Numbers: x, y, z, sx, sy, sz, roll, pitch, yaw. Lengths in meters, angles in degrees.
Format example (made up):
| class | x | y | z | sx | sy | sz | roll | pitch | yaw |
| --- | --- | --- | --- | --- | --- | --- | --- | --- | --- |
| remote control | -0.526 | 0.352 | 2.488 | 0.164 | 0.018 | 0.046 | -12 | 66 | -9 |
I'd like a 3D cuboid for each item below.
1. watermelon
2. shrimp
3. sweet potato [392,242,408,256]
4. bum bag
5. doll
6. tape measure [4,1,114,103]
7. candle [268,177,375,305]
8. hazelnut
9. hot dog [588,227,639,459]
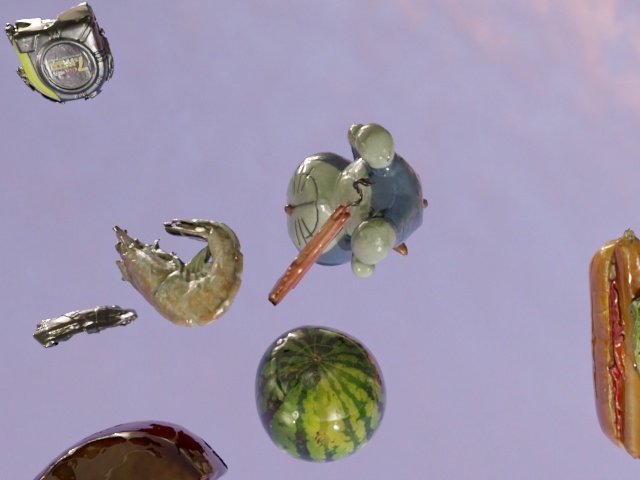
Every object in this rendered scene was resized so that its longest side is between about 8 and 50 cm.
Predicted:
| class | x | y | z | sx | sy | sz | roll | pitch | yaw |
| --- | --- | --- | --- | --- | --- | --- | --- | --- | --- |
| watermelon | -0.002 | 0.328 | 1.617 | 0.285 | 0.285 | 0.285 | 5 | -140 | -4 |
| shrimp | -0.168 | 0.018 | 0.882 | 0.223 | 0.047 | 0.126 | 32 | -97 | 38 |
| sweet potato | 0.152 | -0.043 | 1.736 | 0.078 | 0.058 | 0.255 | 26 | -156 | -14 |
| bum bag | -0.447 | 0.162 | 1.444 | 0.198 | 0.049 | 0.087 | -14 | -152 | -34 |
| doll | 0.039 | -0.056 | 1.155 | 0.154 | 0.228 | 0.258 | 1 | 175 | -44 |
| tape measure | -0.542 | -0.388 | 1.602 | 0.199 | 0.186 | 0.112 | -14 | -144 | -5 |
| candle | 0.000 | 0.000 | 0.792 | 0.021 | 0.167 | 0.026 | 42 | -166 | 13 |
| hazelnut | -0.159 | 0.288 | 0.654 | 0.217 | 0.217 | 0.251 | -12 | -113 | -23 |
| hot dog | 0.290 | 0.098 | 0.699 | 0.062 | 0.235 | 0.092 | -27 | -157 | -38 |
